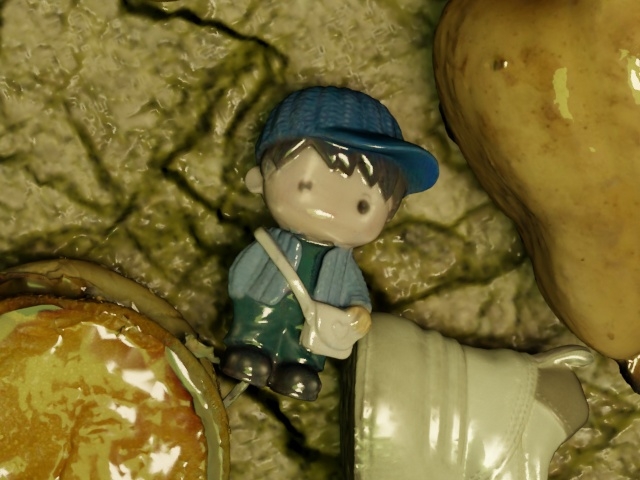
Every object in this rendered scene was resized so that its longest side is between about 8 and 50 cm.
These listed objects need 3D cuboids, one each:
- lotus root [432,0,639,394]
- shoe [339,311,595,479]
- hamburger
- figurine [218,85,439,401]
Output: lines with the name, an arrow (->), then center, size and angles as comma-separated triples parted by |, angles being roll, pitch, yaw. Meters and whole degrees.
lotus root -> 0.134, -0.053, 0.698 | 0.154, 0.140, 0.257 | -1, 117, 33
shoe -> 0.091, 0.185, 0.783 | 0.159, 0.124, 0.316 | -6, 106, -3
hamburger -> -0.120, 0.094, 0.774 | 0.185, 0.113, 0.177 | -19, 99, 0
figurine -> 0.000, 0.000, 0.732 | 0.086, 0.087, 0.149 | 17, 88, -5
